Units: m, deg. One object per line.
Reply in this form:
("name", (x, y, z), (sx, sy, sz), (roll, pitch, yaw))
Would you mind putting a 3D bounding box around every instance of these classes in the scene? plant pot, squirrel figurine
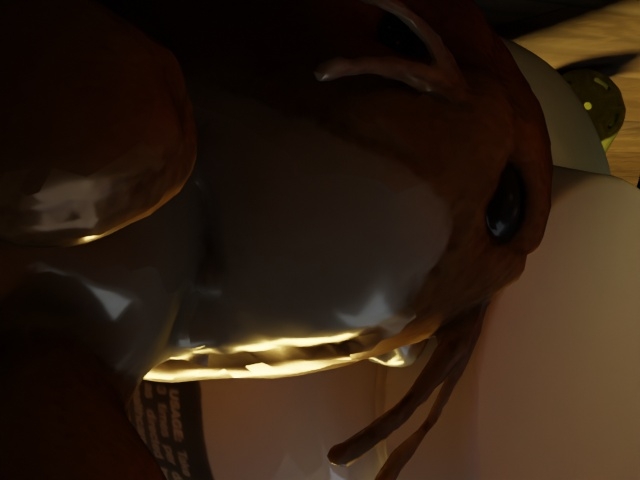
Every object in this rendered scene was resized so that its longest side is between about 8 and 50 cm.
("plant pot", (0.161, -0.075, 1.297), (0.083, 0.083, 0.079), (-7, 163, -18))
("squirrel figurine", (-0.132, -0.019, 0.653), (0.370, 0.281, 0.397), (-17, -166, -28))

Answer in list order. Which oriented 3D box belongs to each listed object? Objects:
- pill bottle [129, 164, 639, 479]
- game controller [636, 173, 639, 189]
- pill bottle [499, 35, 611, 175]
("pill bottle", (-0.035, 0.037, 0.910), (0.363, 0.210, 0.210), (9, -173, 37))
("game controller", (0.178, 0.024, 1.070), (0.067, 0.319, 0.166), (15, 176, -5))
("pill bottle", (0.000, 0.000, 1.175), (0.188, 0.187, 0.334), (-5, 175, -35))
